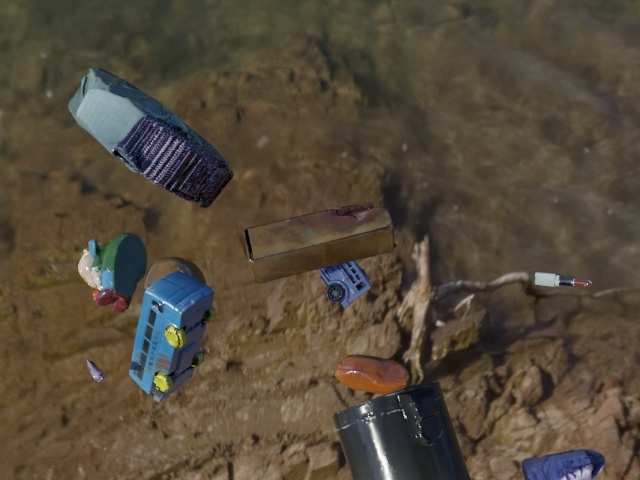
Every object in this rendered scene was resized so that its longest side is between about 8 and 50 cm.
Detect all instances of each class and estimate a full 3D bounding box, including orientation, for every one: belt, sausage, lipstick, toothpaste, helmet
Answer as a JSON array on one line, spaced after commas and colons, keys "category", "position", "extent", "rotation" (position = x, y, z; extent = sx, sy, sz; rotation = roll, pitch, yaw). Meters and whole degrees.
[{"category": "belt", "position": [-0.307, -0.192, 1.222], "extent": [0.325, 0.260, 0.122], "rotation": [42, 99, 26]}, {"category": "sausage", "position": [0.124, 0.319, 1.621], "extent": [0.179, 0.089, 0.089], "rotation": [8, 65, 17]}, {"category": "lipstick", "position": [0.459, 0.077, 1.287], "extent": [0.025, 0.107, 0.025], "rotation": [6, 90, -44]}, {"category": "toothpaste", "position": [-0.612, 0.357, 1.854], "extent": [0.028, 0.170, 0.045], "rotation": [-38, 108, -21]}, {"category": "helmet", "position": [-0.408, 0.143, 2.017], "extent": [0.130, 0.198, 0.224], "rotation": [-21, 111, 21]}]

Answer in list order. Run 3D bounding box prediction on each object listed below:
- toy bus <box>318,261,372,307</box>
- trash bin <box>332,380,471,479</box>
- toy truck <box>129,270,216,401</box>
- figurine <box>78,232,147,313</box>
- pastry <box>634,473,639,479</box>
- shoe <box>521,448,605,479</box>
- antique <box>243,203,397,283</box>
[{"category": "toy bus", "position": [0.022, 0.049, 1.963], "extent": [0.133, 0.125, 0.292], "rotation": [-35, 86, 1]}, {"category": "trash bin", "position": [0.159, 0.417, 1.174], "extent": [0.202, 0.252, 0.302], "rotation": [-8, 71, -29]}, {"category": "toy truck", "position": [-0.405, 0.262, 1.843], "extent": [0.162, 0.385, 0.161], "rotation": [35, 39, 16]}, {"category": "figurine", "position": [-0.481, 0.082, 1.538], "extent": [0.127, 0.234, 0.185], "rotation": [21, 64, -42]}, {"category": "pastry", "position": [0.406, 0.260, 0.674], "extent": [0.170, 0.237, 0.256], "rotation": [29, 77, 40]}, {"category": "shoe", "position": [0.554, 0.526, 1.555], "extent": [0.245, 0.137, 0.095], "rotation": [11, 57, -51]}, {"category": "antique", "position": [0.000, 0.000, 1.435], "extent": [0.309, 0.087, 0.093], "rotation": [-13, 51, -2]}]
